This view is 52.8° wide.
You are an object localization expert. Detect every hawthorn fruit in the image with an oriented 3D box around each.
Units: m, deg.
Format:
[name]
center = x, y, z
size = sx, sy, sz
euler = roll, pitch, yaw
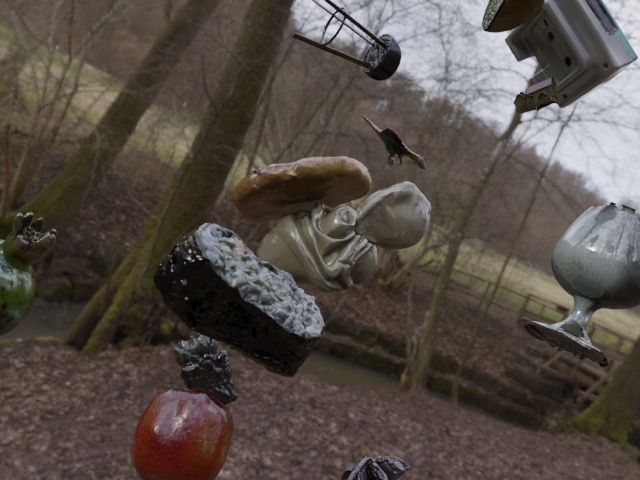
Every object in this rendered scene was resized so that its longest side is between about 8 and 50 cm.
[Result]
[hawthorn fruit]
center = -0.226, 0.342, 1.061
size = 0.169, 0.188, 0.169
euler = 6, -26, 3

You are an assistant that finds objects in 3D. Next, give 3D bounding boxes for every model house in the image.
[model house]
center = 0.474, -0.319, 1.420
size = 0.083, 0.058, 0.057
euler = -17, -8, 43

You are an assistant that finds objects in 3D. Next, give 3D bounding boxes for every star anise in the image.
[star anise]
center = 0.133, 0.638, 1.761
size = 0.231, 0.209, 0.089
euler = 24, 46, -69

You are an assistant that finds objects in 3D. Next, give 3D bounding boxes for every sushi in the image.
[sushi]
center = -0.160, 0.124, 1.285
size = 0.350, 0.171, 0.211
euler = 37, 22, -17

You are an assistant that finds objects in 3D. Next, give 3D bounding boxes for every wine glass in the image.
[wine glass]
center = 0.604, 0.092, 1.425
size = 0.238, 0.322, 0.238
euler = 28, -11, 6

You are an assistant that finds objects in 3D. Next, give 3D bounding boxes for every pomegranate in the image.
[pomegranate]
center = -0.725, 0.069, 1.432
size = 0.242, 0.305, 0.242
euler = 31, -17, 10

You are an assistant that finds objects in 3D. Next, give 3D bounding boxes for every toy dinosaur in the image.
[toy dinosaur]
center = 0.164, -0.227, 1.470
size = 0.187, 0.044, 0.106
euler = 56, -9, -2

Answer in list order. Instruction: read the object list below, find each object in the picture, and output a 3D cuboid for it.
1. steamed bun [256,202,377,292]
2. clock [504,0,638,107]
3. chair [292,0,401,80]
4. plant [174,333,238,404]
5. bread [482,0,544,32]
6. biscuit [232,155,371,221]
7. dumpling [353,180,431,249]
[steamed bun]
center = 0.005, -0.002, 1.858
size = 0.325, 0.219, 0.310
euler = 21, 21, 24
[clock]
center = 0.544, -0.447, 1.447
size = 0.262, 0.116, 0.231
euler = 59, -11, 4
[chair]
center = 0.060, -0.416, 1.302
size = 0.222, 0.104, 0.095
euler = 27, 42, -24
[plant]
center = -0.287, 0.327, 1.623
size = 0.129, 0.194, 0.132
euler = -20, -8, -13
[bread]
center = 0.391, -0.476, 1.260
size = 0.095, 0.157, 0.083
euler = 14, 49, -5
[biscuit]
center = -0.051, -0.151, 1.972
size = 0.430, 0.103, 0.446
euler = -10, -9, 2
[dumpling]
center = 0.148, -0.052, 1.259
size = 0.199, 0.136, 0.118
euler = 4, 19, -47
